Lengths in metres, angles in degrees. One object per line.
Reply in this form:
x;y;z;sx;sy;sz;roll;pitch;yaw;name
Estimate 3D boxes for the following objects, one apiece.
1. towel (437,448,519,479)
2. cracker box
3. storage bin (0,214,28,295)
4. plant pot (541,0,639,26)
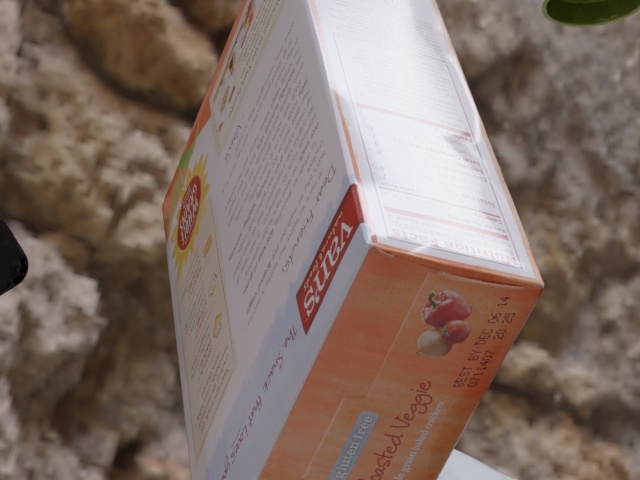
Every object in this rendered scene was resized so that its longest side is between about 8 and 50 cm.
0.096;0.229;1.564;0.320;0.090;0.374;30;3;-6;towel
0.000;0.000;0.677;0.067;0.232;0.156;14;-57;-18;cracker box
-0.380;0.020;1.694;0.122;0.180;0.084;60;-9;-17;storage bin
0.213;-0.223;1.432;0.083;0.079;0.083;-4;-19;-1;plant pot
